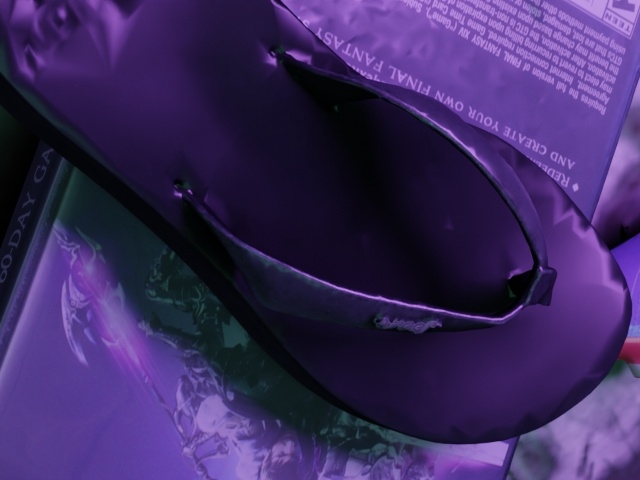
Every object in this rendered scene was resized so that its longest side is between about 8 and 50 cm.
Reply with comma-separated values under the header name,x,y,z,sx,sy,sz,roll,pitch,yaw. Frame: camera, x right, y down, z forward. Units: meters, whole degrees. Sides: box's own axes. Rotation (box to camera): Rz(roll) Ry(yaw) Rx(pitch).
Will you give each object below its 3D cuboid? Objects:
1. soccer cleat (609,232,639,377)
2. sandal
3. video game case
name,x,y,z,sx,sy,sz,roll,pitch,yaw
soccer cleat,0.187,-0.005,0.708,0.248,0.083,0.095,-9,90,-18
sandal,0.003,-0.013,0.527,0.254,0.054,0.097,33,77,-33
video game case,0.000,0.000,0.576,0.196,0.026,0.274,24,83,-35
